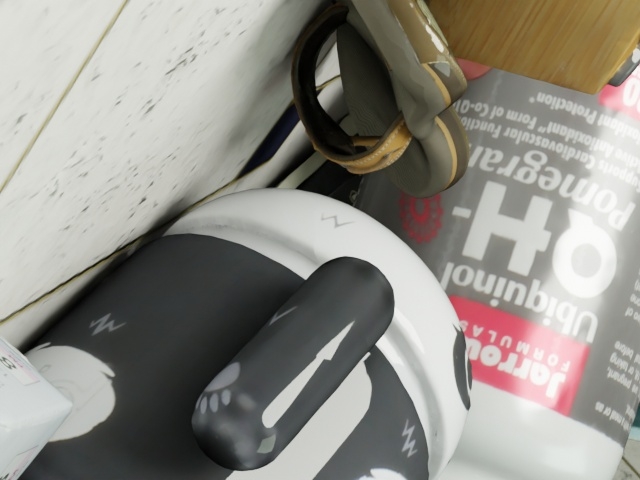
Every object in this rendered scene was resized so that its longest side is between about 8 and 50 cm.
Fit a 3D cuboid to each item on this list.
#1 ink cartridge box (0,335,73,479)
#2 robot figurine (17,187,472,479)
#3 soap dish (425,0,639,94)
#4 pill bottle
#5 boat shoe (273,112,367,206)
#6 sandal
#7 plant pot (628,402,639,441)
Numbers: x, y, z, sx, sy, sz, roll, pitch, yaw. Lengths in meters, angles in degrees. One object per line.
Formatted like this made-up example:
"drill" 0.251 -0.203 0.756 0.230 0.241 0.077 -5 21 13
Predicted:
"ink cartridge box" -0.179 0.115 0.583 0.189 0.066 0.232 -50 178 5
"robot figurine" -0.053 0.100 0.807 0.209 0.173 0.278 5 -141 42
"soap dish" 0.153 -0.198 0.740 0.229 0.118 0.291 -47 173 -21
"pill bottle" 0.091 0.033 0.996 0.176 0.176 0.318 96 13 -80
"boat shoe" 0.000 0.000 1.065 0.233 0.079 0.084 -43 173 -39
"sandal" 0.021 -0.061 0.814 0.060 0.090 0.219 -33 174 -3
"plant pot" 0.202 0.007 1.597 0.252 0.247 0.247 -145 -111 -66
